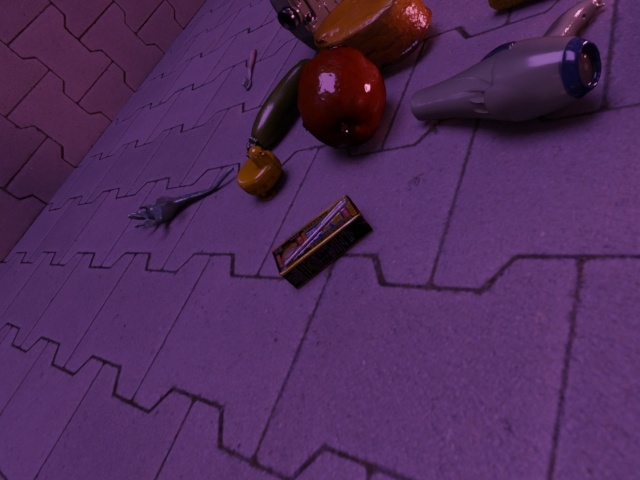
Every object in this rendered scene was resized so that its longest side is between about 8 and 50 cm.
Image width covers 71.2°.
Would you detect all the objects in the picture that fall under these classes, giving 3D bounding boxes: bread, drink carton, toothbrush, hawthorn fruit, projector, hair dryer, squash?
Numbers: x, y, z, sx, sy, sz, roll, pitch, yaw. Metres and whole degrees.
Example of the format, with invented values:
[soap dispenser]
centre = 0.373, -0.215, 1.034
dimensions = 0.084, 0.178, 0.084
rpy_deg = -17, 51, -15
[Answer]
[bread]
centre = 0.114, -0.470, 1.010
dimensions = 0.269, 0.142, 0.196
rpy_deg = -5, 55, 42
[drink carton]
centre = 0.000, 0.000, 0.757
dimensions = 0.165, 0.056, 0.071
rpy_deg = -39, 41, 8
[toothbrush]
centre = -0.249, -0.611, 1.565
dimensions = 0.025, 0.029, 0.307
rpy_deg = -32, 39, 28
[hawthorn fruit]
centre = 0.039, -0.265, 0.867
dimensions = 0.185, 0.185, 0.202
rpy_deg = -24, 46, 25
[projector]
centre = -0.040, -0.670, 1.229
dimensions = 0.088, 0.269, 0.194
rpy_deg = 14, 66, 48
[hair dryer]
centre = 0.292, -0.277, 0.731
dimensions = 0.295, 0.119, 0.298
rpy_deg = -11, 33, 41
[squash]
centre = -0.099, -0.337, 1.135
dimensions = 0.087, 0.087, 0.332
rpy_deg = 14, 68, 48

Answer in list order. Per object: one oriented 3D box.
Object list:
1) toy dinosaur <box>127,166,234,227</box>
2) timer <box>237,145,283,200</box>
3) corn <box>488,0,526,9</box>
[toy dinosaur]
centre = -0.395, -0.090, 1.182
dimensions = 0.382, 0.076, 0.129
rpy_deg = -12, 24, 27
[timer]
centre = -0.140, -0.155, 0.982
dimensions = 0.107, 0.109, 0.107
rpy_deg = -25, 42, 25
[corn]
centre = 0.387, -0.481, 0.818
dimensions = 0.165, 0.085, 0.063
rpy_deg = 5, 43, 40
